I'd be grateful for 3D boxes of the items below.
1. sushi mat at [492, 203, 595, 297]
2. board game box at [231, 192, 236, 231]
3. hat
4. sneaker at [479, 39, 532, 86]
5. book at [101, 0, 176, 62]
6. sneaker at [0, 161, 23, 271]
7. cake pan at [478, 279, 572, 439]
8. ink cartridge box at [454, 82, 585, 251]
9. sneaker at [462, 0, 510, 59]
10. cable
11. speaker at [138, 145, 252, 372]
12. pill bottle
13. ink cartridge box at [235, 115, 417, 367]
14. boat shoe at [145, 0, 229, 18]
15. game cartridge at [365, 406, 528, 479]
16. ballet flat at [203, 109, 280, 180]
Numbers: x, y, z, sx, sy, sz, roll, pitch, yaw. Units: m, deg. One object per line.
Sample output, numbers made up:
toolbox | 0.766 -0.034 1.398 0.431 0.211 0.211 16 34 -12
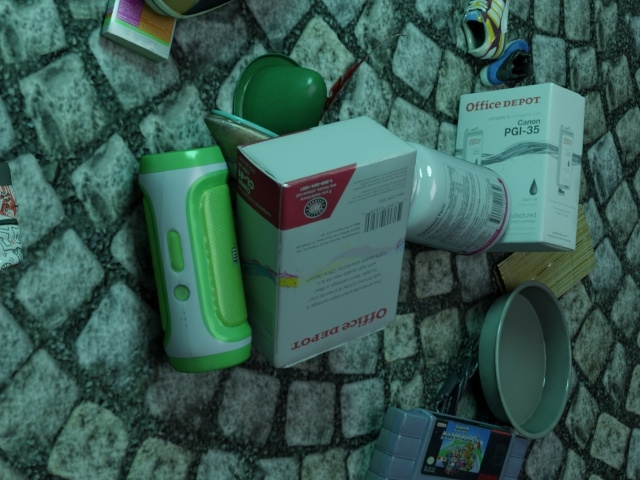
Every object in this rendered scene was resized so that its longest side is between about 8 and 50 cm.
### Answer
sushi mat | 0.454 0.052 2.126 0.316 0.019 0.151 -31 111 -40
board game box | -0.042 0.005 1.646 0.260 0.030 0.136 41 64 -35
hat | -0.006 -0.212 1.577 0.173 0.183 0.208 9 83 -43
sneaker | 0.374 -0.340 2.012 0.152 0.085 0.058 -37 114 -38
book | -0.241 -0.330 1.460 0.096 0.035 0.144 24 71 -40
sneaker | -0.460 -0.001 1.202 0.270 0.090 0.145 -16 98 -45
cake pan | 0.381 0.221 1.983 0.293 0.054 0.293 7 81 -51
ink cartridge box | 0.347 -0.125 1.897 0.117 0.207 0.283 12 80 -45
sneaker | 0.301 -0.427 1.954 0.084 0.069 0.185 -5 92 -49
cable | 0.278 0.292 1.934 0.184 0.047 0.150 -50 122 -33
speaker | -0.170 0.024 1.456 0.131 0.131 0.296 -14 99 -43
pill bottle | 0.172 -0.073 1.761 0.283 0.160 0.160 14 79 -43
ink cartridge box | 0.000 0.000 1.509 0.226 0.131 0.306 -17 130 -31
boat shoe | -0.061 -0.463 1.537 0.500 0.156 0.186 -43 114 -44
game cartridge | 0.218 0.418 1.841 0.355 0.068 0.230 19 91 -42
ballet flat | -0.051 -0.093 1.554 0.316 0.107 0.106 20 88 -41
